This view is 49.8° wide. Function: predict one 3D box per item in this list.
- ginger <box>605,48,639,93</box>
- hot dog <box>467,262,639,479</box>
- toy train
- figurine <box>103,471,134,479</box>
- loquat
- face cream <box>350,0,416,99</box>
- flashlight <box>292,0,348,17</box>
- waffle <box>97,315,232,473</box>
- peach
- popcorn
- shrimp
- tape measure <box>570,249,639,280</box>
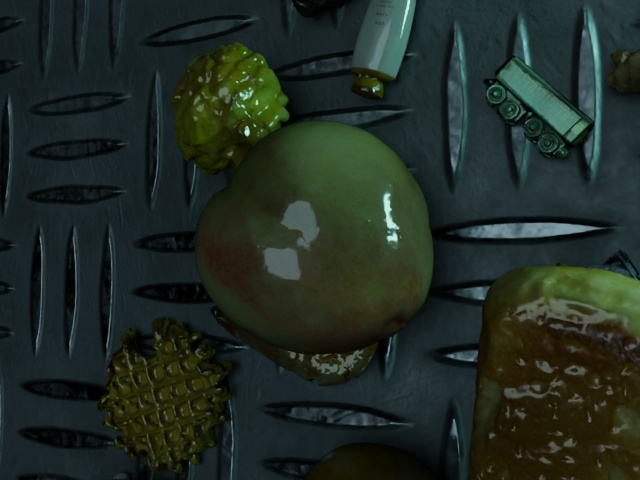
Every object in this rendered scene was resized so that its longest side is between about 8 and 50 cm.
[{"bbox_3d":[0.441,-0.194,0.769,0.213,0.074,0.138,-22,68,18],"label":"ginger"},{"bbox_3d":[0.260,0.212,0.733,0.185,0.223,0.406,8,103,23],"label":"hot dog"},{"bbox_3d":[0.268,-0.166,0.866,0.071,0.038,0.148,-46,69,12],"label":"toy train"},{"bbox_3d":[-0.322,0.444,0.920,0.253,0.361,0.211,-16,78,18],"label":"figurine"},{"bbox_3d":[0.069,0.340,0.839,0.227,0.179,0.179,-13,80,42],"label":"loquat"},{"bbox_3d":[0.088,-0.287,0.951,0.072,0.051,0.182,17,92,24],"label":"face cream"},{"bbox_3d":[-0.067,-0.526,1.017,0.103,0.103,0.424,-28,75,20],"label":"flashlight"},{"bbox_3d":[-0.246,0.240,1.067,0.228,0.051,0.232,25,97,21],"label":"waffle"},{"bbox_3d":[-0.001,0.001,0.846,0.292,0.247,0.292,-3,58,6],"label":"peach"},{"bbox_3d":[-0.118,-0.179,0.973,0.155,0.197,0.198,13,91,10],"label":"popcorn"},{"bbox_3d":[-0.050,0.104,0.985,0.294,0.062,0.154,18,81,22],"label":"shrimp"},{"bbox_3d":[0.339,0.064,0.806,0.091,0.054,0.094,-23,75,28],"label":"tape measure"}]
